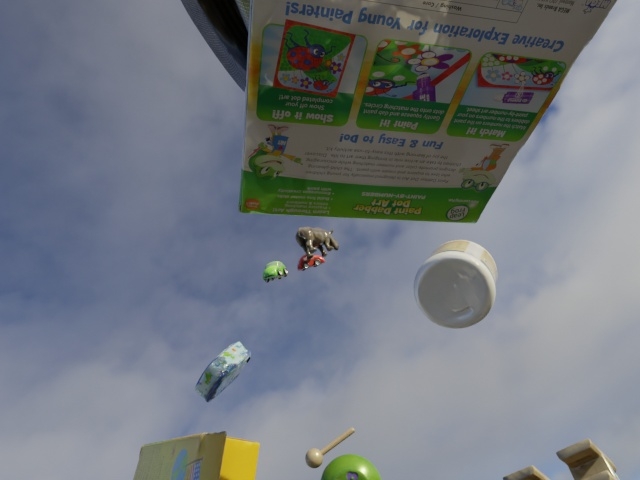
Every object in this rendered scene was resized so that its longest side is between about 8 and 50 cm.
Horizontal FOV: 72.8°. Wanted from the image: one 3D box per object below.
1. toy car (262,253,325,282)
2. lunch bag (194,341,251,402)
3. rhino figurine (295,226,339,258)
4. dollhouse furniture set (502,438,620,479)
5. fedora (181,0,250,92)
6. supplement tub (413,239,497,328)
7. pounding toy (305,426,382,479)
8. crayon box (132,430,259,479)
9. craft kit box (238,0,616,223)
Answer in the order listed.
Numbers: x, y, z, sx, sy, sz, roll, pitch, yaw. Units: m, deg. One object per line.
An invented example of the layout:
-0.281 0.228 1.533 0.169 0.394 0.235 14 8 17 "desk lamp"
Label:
-0.124 0.091 1.438 0.238 0.053 0.225 -20 -7 20 "toy car"
-0.368 0.497 1.646 0.176 0.090 0.219 -56 -11 26 "lunch bag"
0.000 0.000 1.514 0.073 0.106 0.243 -38 -19 26 "rhino figurine"
0.291 0.401 0.491 0.242 0.212 0.161 -39 -64 21 "dollhouse furniture set"
-0.075 -0.289 0.457 0.124 0.244 0.275 -35 -4 -7 "fedora"
0.272 0.078 0.860 0.144 0.144 0.199 -59 -15 20 "supplement tub"
0.071 0.669 1.202 0.182 0.237 0.110 -27 -23 -6 "pounding toy"
-0.171 0.360 0.540 0.081 0.202 0.318 23 -35 -26 "crayon box"
0.063 -0.118 0.357 0.249 0.061 0.247 2 -44 -12 "craft kit box"
